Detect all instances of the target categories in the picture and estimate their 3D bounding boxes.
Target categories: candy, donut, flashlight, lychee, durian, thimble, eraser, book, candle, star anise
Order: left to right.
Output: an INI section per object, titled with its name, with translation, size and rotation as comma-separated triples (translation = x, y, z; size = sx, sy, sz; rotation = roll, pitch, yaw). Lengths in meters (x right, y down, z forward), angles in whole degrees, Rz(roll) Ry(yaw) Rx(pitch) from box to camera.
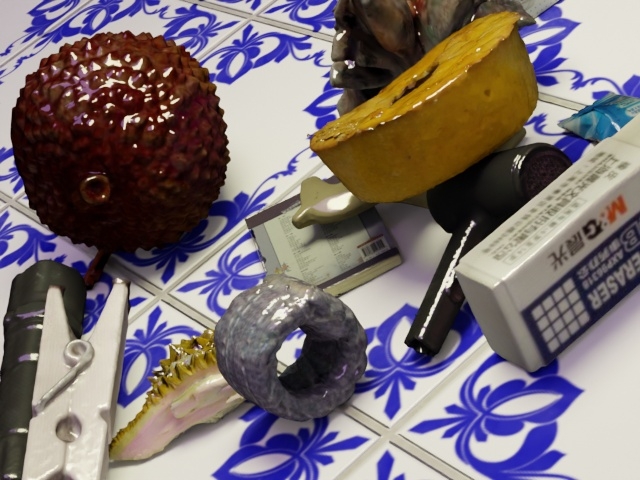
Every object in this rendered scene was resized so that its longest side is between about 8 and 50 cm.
[flashlight]
translation = -0.342, 0.179, 1.823
size = 0.103, 0.103, 0.424
rotation = -22, 34, 12
[candle]
translation = -0.289, 0.006, 2.090
size = 0.026, 0.021, 0.167
rotation = -30, 26, 40
[lychee]
translation = -0.257, -0.131, 2.002
size = 0.306, 0.306, 0.330
rotation = -13, 29, 24
[durian]
translation = -0.161, 0.165, 1.706
size = 0.224, 0.078, 0.140
rotation = -37, 34, -6
[thimble]
translation = -0.030, 0.114, 1.614
size = 0.150, 0.150, 0.098
rotation = -41, 33, -19
[book]
translation = 0.000, 0.001, 1.871
size = 0.157, 0.026, 0.231
rotation = -25, 32, 1
[star anise]
translation = 0.122, -0.264, 1.892
size = 0.359, 0.316, 0.139
rotation = -42, 57, 38
[donut]
translation = 0.125, -0.141, 1.715
size = 0.278, 0.108, 0.277
rotation = -31, 14, 8
[eraser]
translation = 0.275, -0.002, 1.559
size = 0.279, 0.124, 0.081
rotation = -39, 33, -16
[candy]
translation = 0.341, -0.146, 1.798
size = 0.088, 0.038, 0.136
rotation = -31, 22, -10

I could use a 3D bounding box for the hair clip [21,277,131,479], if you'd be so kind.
[hair clip]
translation = -0.275, 0.170, 1.704
size = 0.101, 0.085, 0.330
rotation = 6, 37, -6

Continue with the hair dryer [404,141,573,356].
[hair dryer]
translation = 0.163, 0.016, 1.647
size = 0.251, 0.089, 0.197
rotation = -63, 20, -17

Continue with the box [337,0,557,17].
[box]
translation = 0.178, -0.371, 2.194
size = 0.210, 0.095, 0.330
rotation = -36, 34, -11

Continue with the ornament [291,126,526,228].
[ornament]
translation = 0.097, -0.085, 1.858
size = 0.230, 0.061, 0.245
rotation = 11, 46, 38
